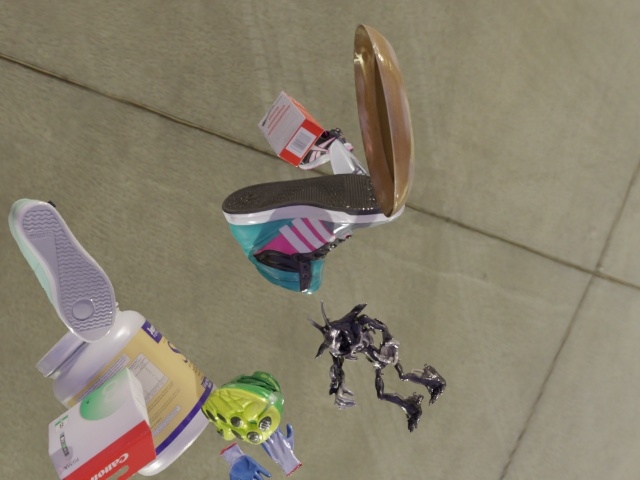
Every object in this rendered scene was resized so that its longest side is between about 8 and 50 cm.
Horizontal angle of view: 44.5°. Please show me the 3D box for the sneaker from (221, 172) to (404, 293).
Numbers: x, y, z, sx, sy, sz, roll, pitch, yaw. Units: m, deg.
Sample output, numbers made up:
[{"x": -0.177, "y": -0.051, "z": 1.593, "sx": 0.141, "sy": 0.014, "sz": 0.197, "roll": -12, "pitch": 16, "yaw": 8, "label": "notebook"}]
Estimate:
[{"x": 0.000, "y": 0.000, "z": 1.264, "sx": 0.124, "sy": 0.295, "sz": 0.179, "roll": -68, "pitch": 150, "yaw": -49, "label": "sneaker"}]

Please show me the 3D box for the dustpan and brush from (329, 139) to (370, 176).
[{"x": 0.068, "y": -0.097, "z": 1.547, "sx": 0.060, "sy": 0.147, "sz": 0.211, "roll": -40, "pitch": 162, "yaw": -2, "label": "dustpan and brush"}]

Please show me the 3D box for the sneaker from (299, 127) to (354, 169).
[{"x": 0.008, "y": -0.225, "z": 1.867, "sx": 0.072, "sy": 0.178, "sz": 0.077, "roll": -30, "pitch": 101, "yaw": -42, "label": "sneaker"}]

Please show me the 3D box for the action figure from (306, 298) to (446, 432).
[{"x": 0.091, "y": 0.223, "z": 1.419, "sx": 0.275, "sy": 0.141, "sz": 0.164, "roll": 35, "pitch": 113, "yaw": -7, "label": "action figure"}]

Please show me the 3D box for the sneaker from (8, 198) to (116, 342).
[{"x": -0.423, "y": 0.040, "z": 1.283, "sx": 0.094, "sy": 0.151, "sz": 0.256, "roll": -30, "pitch": 114, "yaw": -21, "label": "sneaker"}]

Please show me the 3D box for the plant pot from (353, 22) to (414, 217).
[{"x": 0.078, "y": -0.146, "z": 0.956, "sx": 0.032, "sy": 0.236, "sz": 0.237, "roll": -10, "pitch": 112, "yaw": -4, "label": "plant pot"}]

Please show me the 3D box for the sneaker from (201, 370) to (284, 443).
[{"x": -0.121, "y": 0.262, "z": 1.301, "sx": 0.123, "sy": 0.295, "sz": 0.109, "roll": -42, "pitch": 94, "yaw": -22, "label": "sneaker"}]

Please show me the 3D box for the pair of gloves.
[{"x": -0.139, "y": 0.521, "z": 1.883, "sx": 0.198, "sy": 0.159, "sz": 0.023, "roll": -34, "pitch": 145, "yaw": -12, "label": "pair of gloves"}]

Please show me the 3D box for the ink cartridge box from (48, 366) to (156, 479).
[{"x": -0.380, "y": 0.341, "z": 1.342, "sx": 0.181, "sy": 0.225, "sz": 0.056, "roll": -36, "pitch": 118, "yaw": -1, "label": "ink cartridge box"}]

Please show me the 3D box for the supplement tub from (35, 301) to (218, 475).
[{"x": -0.402, "y": 0.301, "z": 1.646, "sx": 0.241, "sy": 0.241, "sz": 0.331, "roll": -46, "pitch": 100, "yaw": -9, "label": "supplement tub"}]

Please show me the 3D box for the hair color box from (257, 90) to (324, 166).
[{"x": -0.062, "y": -0.225, "z": 1.566, "sx": 0.053, "sy": 0.167, "sz": 0.093, "roll": 29, "pitch": 106, "yaw": -32, "label": "hair color box"}]
